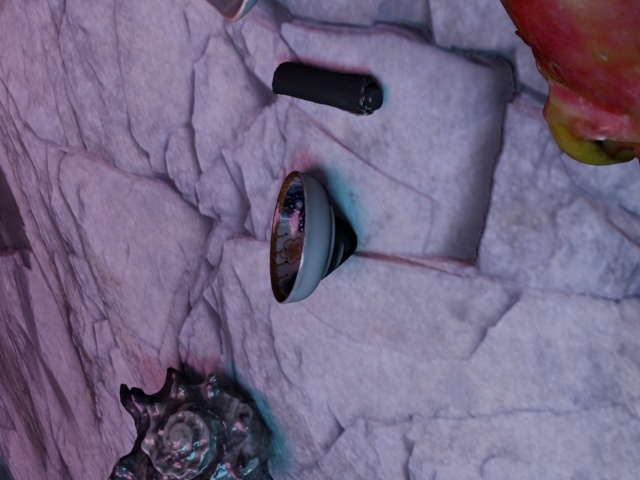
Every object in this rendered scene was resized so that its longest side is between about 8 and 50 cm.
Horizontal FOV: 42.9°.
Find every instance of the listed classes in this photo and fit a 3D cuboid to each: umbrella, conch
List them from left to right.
[{"bbox_3d":[-0.189,0.290,1.167,0.313,0.186,0.240,28,107,57],"label":"conch"},{"bbox_3d":[0.005,-0.148,0.783,0.133,0.031,0.036,21,129,37],"label":"umbrella"}]

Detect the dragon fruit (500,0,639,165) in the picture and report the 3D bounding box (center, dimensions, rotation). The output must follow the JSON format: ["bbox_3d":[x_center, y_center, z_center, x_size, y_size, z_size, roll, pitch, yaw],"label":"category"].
[{"bbox_3d":[0.192,-0.157,0.403,0.250,0.269,0.291,23,126,49],"label":"dragon fruit"}]

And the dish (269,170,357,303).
[{"bbox_3d":[0.000,0.000,0.859,0.141,0.078,0.141,-174,90,-73],"label":"dish"}]

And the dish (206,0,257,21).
[{"bbox_3d":[-0.113,-0.319,0.767,0.212,0.077,0.151,37,134,26],"label":"dish"}]
